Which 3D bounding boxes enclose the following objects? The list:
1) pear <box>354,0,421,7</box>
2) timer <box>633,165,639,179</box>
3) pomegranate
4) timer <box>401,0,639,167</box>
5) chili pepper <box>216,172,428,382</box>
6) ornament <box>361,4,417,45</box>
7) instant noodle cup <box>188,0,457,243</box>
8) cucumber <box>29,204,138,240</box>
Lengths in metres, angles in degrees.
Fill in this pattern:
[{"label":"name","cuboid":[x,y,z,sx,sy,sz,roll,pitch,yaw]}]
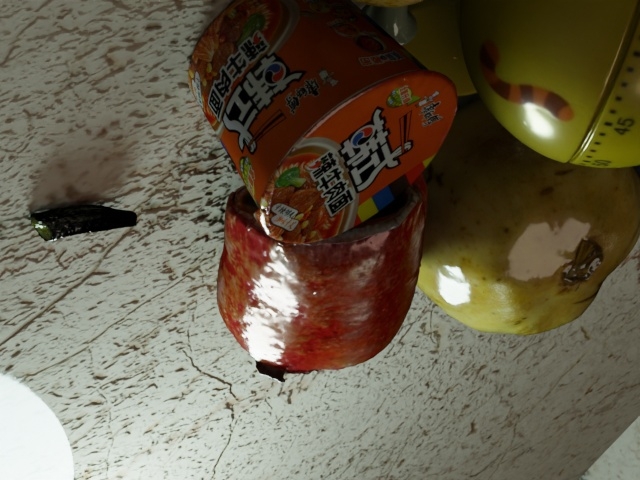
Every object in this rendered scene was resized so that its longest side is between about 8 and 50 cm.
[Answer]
[{"label":"pear","cuboid":[0.071,-0.311,1.587,0.178,0.178,0.178,-30,154,-17]},{"label":"timer","cuboid":[0.418,-0.132,2.399,0.340,0.115,0.309,-7,140,-48]},{"label":"pomegranate","cuboid":[0.253,-0.043,2.127,0.332,0.332,0.332,-30,154,-17]},{"label":"timer","cuboid":[0.283,-0.265,1.802,0.376,0.387,0.376,18,90,-87]},{"label":"chili pepper","cuboid":[0.000,0.000,1.950,0.251,0.229,0.305,2,145,-1]},{"label":"ornament","cuboid":[0.085,-0.287,1.750,0.081,0.075,0.156,-25,150,-22]},{"label":"instant noodle cup","cuboid":[-0.010,-0.147,1.720,0.250,0.192,0.250,-30,153,-17]},{"label":"cucumber","cuboid":[-0.260,-0.024,1.786,0.135,0.033,0.034,-14,113,-44]}]
